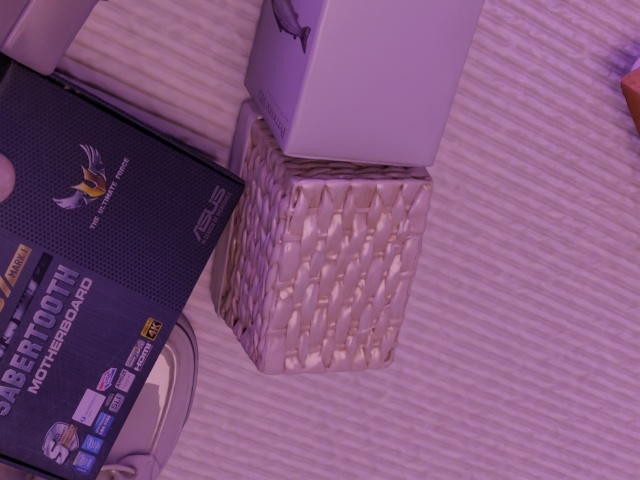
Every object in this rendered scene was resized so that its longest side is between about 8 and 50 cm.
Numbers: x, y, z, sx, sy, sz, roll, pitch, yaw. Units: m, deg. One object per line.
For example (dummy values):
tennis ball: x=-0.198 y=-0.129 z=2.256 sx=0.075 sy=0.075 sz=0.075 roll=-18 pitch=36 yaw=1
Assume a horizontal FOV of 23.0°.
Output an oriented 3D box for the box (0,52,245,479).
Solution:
box: x=-0.178 y=0.022 z=0.996 sx=0.183 sy=0.059 sz=0.232 roll=29 pitch=86 yaw=-32

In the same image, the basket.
basket: x=0.000 y=0.000 z=1.065 sx=0.113 sy=0.103 sz=0.167 roll=-2 pitch=121 yaw=-20

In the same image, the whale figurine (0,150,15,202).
whale figurine: x=-0.302 y=-0.072 z=0.847 sx=0.272 sy=0.141 sz=0.216 roll=28 pitch=108 yaw=-37

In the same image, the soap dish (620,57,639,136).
soap dish: x=0.385 y=-0.092 z=1.137 sx=0.291 sy=0.118 sz=0.229 roll=-30 pitch=127 yaw=-1

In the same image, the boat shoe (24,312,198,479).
boat shoe: x=-0.163 y=0.169 z=1.099 sx=0.096 sy=0.088 sz=0.267 roll=30 pitch=97 yaw=-17

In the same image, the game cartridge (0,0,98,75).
game cartridge: x=-0.146 y=-0.285 z=0.843 sx=0.230 sy=0.068 sz=0.355 roll=27 pitch=104 yaw=-36

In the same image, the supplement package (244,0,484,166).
supplement package: x=0.031 y=-0.149 z=0.978 sx=0.105 sy=0.105 sz=0.179 roll=3 pitch=120 yaw=-22
